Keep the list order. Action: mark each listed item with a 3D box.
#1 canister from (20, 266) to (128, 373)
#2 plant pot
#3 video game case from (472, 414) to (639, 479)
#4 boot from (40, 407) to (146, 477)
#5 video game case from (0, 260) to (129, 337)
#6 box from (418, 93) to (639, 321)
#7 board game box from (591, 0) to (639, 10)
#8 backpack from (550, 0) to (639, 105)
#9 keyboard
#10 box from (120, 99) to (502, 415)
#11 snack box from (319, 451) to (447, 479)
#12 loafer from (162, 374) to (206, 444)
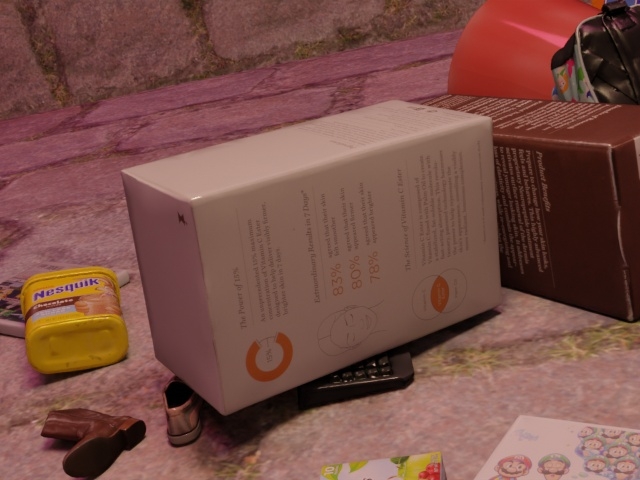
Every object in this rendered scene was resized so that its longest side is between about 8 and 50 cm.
[{"bbox_3d":[-0.306,0.097,1.207,0.126,0.073,0.170,-7,20,-15],"label":"canister"},{"bbox_3d":[0.367,-0.226,1.436,0.275,0.275,0.243,-23,32,-26],"label":"plant pot"},{"bbox_3d":[0.198,0.185,0.739,0.157,0.019,0.143,1,24,35],"label":"video game case"},{"bbox_3d":[-0.248,0.197,0.964,0.114,0.037,0.106,5,13,34],"label":"boot"},{"bbox_3d":[-0.407,0.082,1.401,0.201,0.023,0.183,4,26,38],"label":"video game case"},{"bbox_3d":[0.237,-0.057,1.119,0.143,0.191,0.381,-24,23,-27],"label":"box"},{"bbox_3d":[0.663,-0.412,1.452,0.356,0.356,0.356,-5,16,-20],"label":"board game box"},{"bbox_3d":[0.413,-0.150,1.187,0.225,0.253,0.191,-15,-17,-10],"label":"backpack"},{"bbox_3d":[-0.012,0.098,1.093,0.201,0.033,0.317,-13,19,1],"label":"keyboard"},{"bbox_3d":[0.000,0.000,1.001,0.345,0.215,0.168,-17,22,-29],"label":"box"},{"bbox_3d":[0.044,0.217,0.723,0.100,0.037,0.141,-11,20,11],"label":"snack box"},{"bbox_3d":[-0.141,0.160,0.990,0.045,0.039,0.125,-15,20,-3],"label":"loafer"}]
